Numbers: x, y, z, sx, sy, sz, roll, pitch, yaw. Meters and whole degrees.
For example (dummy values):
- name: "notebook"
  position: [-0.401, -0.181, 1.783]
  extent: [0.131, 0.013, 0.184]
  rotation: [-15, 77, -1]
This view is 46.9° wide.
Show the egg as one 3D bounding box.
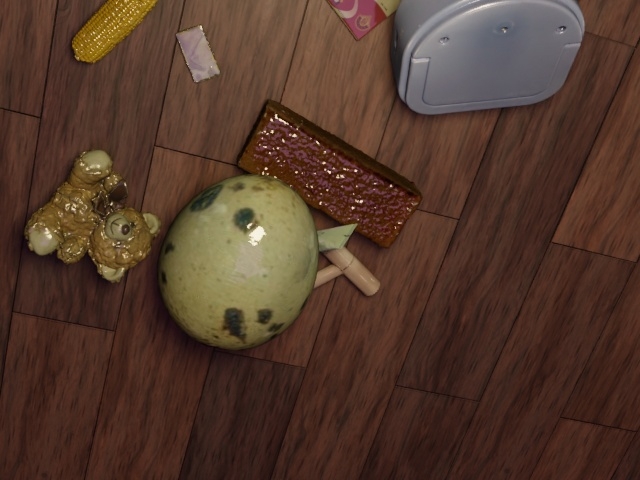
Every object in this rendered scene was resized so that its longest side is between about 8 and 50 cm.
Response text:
- name: "egg"
  position: [-0.176, 0.045, 1.609]
  extent: [0.345, 0.345, 0.428]
  rotation: [13, 131, -11]

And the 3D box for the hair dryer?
- name: "hair dryer"
  position: [0.007, 0.113, 1.827]
  extent: [0.220, 0.053, 0.195]
  rotation: [-42, 112, 13]

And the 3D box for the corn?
- name: "corn"
  position: [-0.418, -0.456, 1.518]
  extent: [0.238, 0.080, 0.080]
  rotation: [-42, 111, 15]

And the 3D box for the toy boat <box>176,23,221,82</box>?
- name: "toy boat"
  position: [-0.263, -0.401, 1.591]
  extent: [0.063, 0.016, 0.115]
  rotation: [-18, 114, 3]

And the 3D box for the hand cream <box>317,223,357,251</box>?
- name: "hand cream"
  position: [0.000, 0.000, 1.709]
  extent: [0.050, 0.205, 0.078]
  rotation: [50, 57, -23]

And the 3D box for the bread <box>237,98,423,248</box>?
- name: "bread"
  position: [0.021, -0.148, 1.682]
  extent: [0.417, 0.113, 0.165]
  rotation: [29, 107, -16]

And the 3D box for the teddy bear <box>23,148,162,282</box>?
- name: "teddy bear"
  position: [-0.494, -0.035, 1.658]
  extent: [0.256, 0.156, 0.267]
  rotation: [38, 76, -15]

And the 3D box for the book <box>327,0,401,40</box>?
- name: "book"
  position: [0.121, -0.558, 1.557]
  extent: [0.232, 0.022, 0.162]
  rotation: [-37, 113, 11]

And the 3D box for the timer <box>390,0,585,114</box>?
- name: "timer"
  position: [0.335, -0.432, 1.485]
  extent: [0.395, 0.173, 0.395]
  rotation: [-5, 152, -3]
